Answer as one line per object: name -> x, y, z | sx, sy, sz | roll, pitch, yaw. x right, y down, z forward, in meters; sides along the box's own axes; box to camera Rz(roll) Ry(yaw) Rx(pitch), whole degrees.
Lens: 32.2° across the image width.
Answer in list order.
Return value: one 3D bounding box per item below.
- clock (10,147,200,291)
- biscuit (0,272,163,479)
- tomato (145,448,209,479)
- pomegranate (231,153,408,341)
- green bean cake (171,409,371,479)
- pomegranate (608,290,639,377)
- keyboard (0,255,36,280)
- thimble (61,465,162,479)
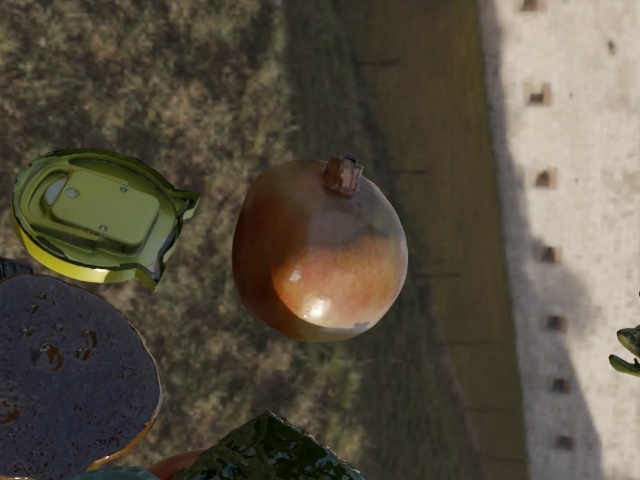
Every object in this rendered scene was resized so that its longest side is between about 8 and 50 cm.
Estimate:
clock -> -0.365, -0.036, 1.829 | 0.277, 0.294, 0.071 | -63, 178, -47
biscuit -> -0.346, 0.180, 1.408 | 0.257, 0.273, 0.049 | -48, 177, -18
tomato -> -0.187, 0.489, 1.753 | 0.321, 0.322, 0.321 | 4, 90, -72
pomegranate -> 0.000, 0.000, 1.488 | 0.252, 0.229, 0.270 | -114, -149, -57
green bean cake -> -0.071, 0.377, 1.451 | 0.250, 0.247, 0.156 | -31, 140, -35
pomegranate -> 0.365, 0.136, 0.903 | 0.211, 0.263, 0.211 | -61, -176, 7
keyboard -> -0.478, 0.104, 1.779 | 0.103, 0.041, 0.381 | 24, 52, -58
thimble -> -0.203, 0.316, 1.045 | 0.198, 0.235, 0.143 | -56, 131, -58
